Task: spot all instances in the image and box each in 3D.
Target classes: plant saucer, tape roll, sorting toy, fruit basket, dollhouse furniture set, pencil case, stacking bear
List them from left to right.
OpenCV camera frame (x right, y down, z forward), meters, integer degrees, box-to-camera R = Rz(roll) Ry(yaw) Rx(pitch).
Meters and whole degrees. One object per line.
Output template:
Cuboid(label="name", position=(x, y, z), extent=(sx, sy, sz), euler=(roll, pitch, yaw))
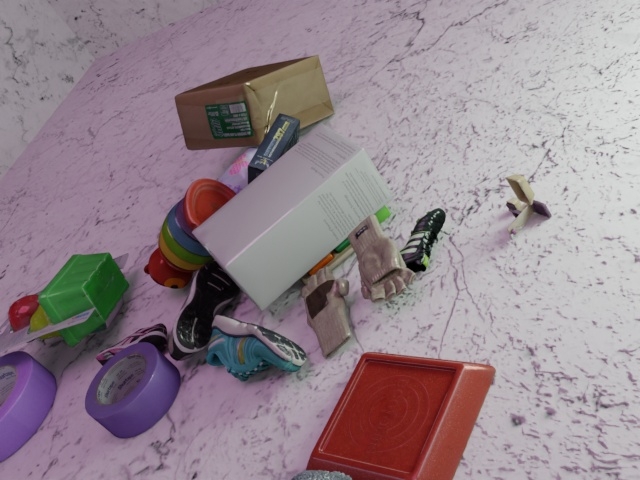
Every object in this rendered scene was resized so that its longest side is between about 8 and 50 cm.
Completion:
Cuboid(label="tape roll", position=(-0.767, 0.400, 1.850), extent=(0.275, 0.090, 0.275), euler=(-25, 35, 19))
Cuboid(label="fruit basket", position=(-0.664, 0.177, 1.943), extent=(0.353, 0.165, 0.327), euler=(-27, 20, 18))
Cuboid(label="tape roll", position=(-0.391, 0.311, 1.619), extent=(0.189, 0.080, 0.189), euler=(-25, 35, 19))
Cuboid(label="stacking bear", position=(-0.304, 0.007, 1.799), extent=(0.289, 0.175, 0.164), euler=(-47, 48, 35))
Cuboid(label="pencil case", position=(-0.220, -0.111, 1.952), extent=(0.124, 0.113, 0.273), euler=(22, 64, 43))
Cuboid(label="sorting toy", position=(0.000, 0.000, 1.668), extent=(0.348, 0.047, 0.196), euler=(-40, 33, -4))
Cuboid(label="plant saucer", position=(0.114, 0.279, 1.219), extent=(0.259, 0.048, 0.258), euler=(0, 48, 42))
Cuboid(label="dollhouse furniture set", position=(0.333, -0.061, 1.377), extent=(0.081, 0.114, 0.091), euler=(-48, 37, -9))

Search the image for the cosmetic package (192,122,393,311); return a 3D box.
Cuboid(label="cosmetic package", position=(-0.060, -0.055, 1.611), extent=(0.365, 0.155, 0.197), euler=(-41, 37, -5))

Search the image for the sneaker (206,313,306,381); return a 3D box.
Cuboid(label="sneaker", position=(-0.128, 0.221, 1.495), extent=(0.275, 0.107, 0.110), euler=(5, 70, 52))

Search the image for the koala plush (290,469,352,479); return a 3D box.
Cuboid(label="koala plush", position=(-0.041, 0.422, 1.077), extent=(0.221, 0.203, 0.196), euler=(-24, 33, 39))

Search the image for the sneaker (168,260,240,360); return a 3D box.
Cuboid(label="sneaker", position=(-0.260, 0.147, 1.687), extent=(0.108, 0.100, 0.271), euler=(-48, 11, 43))

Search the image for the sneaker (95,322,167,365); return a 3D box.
Cuboid(label="sneaker", position=(-0.418, 0.241, 1.755), extent=(0.178, 0.072, 0.077), euler=(-19, 24, 12))

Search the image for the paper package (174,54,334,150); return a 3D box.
Cuboid(label="paper package", position=(-0.181, -0.368, 2.100), extent=(0.325, 0.168, 0.309), euler=(4, 27, 45))

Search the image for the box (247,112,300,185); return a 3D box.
Cuboid(label="box", position=(-0.110, -0.150, 1.804), extent=(0.059, 0.232, 0.183), euler=(18, 54, 9))

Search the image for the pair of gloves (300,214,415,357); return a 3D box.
Cuboid(label="pair of gloves", position=(0.061, 0.088, 1.473), extent=(0.240, 0.042, 0.204), euler=(-47, 36, 14))

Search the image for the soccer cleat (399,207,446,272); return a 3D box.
Cuboid(label="soccer cleat", position=(0.189, 0.017, 1.471), extent=(0.179, 0.060, 0.072), euler=(-50, 44, -7))
